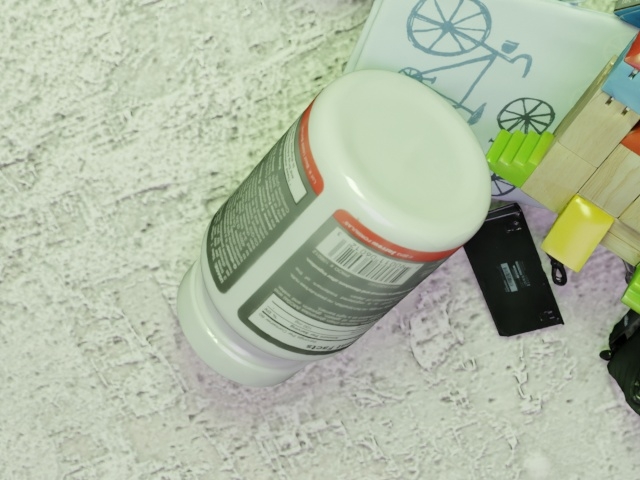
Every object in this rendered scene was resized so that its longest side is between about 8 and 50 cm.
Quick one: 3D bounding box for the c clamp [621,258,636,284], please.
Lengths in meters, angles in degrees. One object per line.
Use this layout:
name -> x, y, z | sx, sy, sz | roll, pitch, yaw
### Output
c clamp -> 0.360, -0.002, 1.840 | 0.137, 0.022, 0.161 | -29, 128, 12

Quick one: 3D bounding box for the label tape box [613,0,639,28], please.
label tape box -> 0.468, -0.315, 1.569 | 0.240, 0.106, 0.334 | 27, 84, -12

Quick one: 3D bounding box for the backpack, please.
backpack -> 0.424, 0.118, 1.859 | 0.115, 0.152, 0.182 | 30, 106, -25

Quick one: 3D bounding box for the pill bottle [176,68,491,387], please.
pill bottle -> 0.000, 0.000, 1.708 | 0.210, 0.210, 0.363 | 31, 137, -14

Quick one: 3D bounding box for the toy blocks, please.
toy blocks -> 0.382, -0.066, 1.575 | 0.381, 0.191, 0.261 | 34, 146, 1

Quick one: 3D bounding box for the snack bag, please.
snack bag -> 0.193, -0.154, 1.697 | 0.342, 0.037, 0.323 | 11, 142, -11

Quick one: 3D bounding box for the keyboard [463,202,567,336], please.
keyboard -> 0.233, 0.033, 1.860 | 0.108, 0.023, 0.180 | -15, 126, 15
